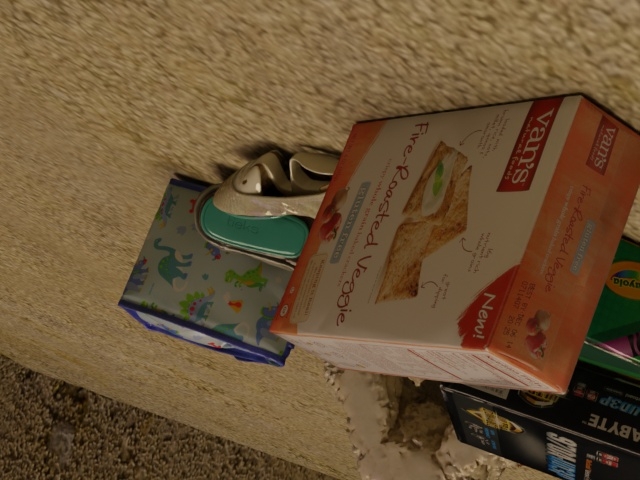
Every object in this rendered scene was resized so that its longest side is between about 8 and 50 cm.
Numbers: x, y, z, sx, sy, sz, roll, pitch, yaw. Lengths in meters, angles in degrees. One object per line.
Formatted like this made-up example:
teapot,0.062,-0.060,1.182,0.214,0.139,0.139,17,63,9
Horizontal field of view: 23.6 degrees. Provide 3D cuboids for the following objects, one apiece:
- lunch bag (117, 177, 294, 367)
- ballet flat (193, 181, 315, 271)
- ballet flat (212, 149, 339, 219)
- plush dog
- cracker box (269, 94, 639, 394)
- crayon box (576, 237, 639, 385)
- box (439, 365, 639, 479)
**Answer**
lunch bag,-0.078,0.031,1.336,0.151,0.129,0.096,15,166,21
ballet flat,0.000,0.000,1.267,0.213,0.072,0.068,21,-166,6
ballet flat,-0.020,-0.046,1.146,0.168,0.057,0.052,6,132,39
plush dog,0.135,0.225,1.701,0.262,0.210,0.225,18,-168,23
cracker box,0.077,0.002,0.927,0.067,0.155,0.232,30,164,-29
crayon box,0.226,0.083,1.165,0.165,0.081,0.278,23,166,-5
box,0.186,0.140,1.160,0.175,0.051,0.220,19,166,13
